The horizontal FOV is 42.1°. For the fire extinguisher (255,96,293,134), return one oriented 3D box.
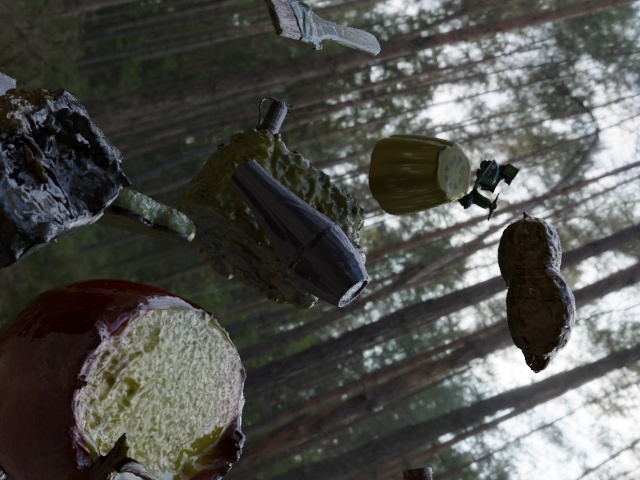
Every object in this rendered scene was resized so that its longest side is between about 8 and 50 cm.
[{"bbox_3d":[-0.115,-0.286,1.937,0.078,0.157,0.045,36,-43,-19],"label":"fire extinguisher"}]

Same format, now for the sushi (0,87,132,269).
[{"bbox_3d":[-0.387,-0.099,1.080,0.348,0.234,0.207,-72,141,-64],"label":"sushi"}]

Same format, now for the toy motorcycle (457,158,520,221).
[{"bbox_3d":[0.414,-0.131,2.063,0.100,0.173,0.058,33,-23,12],"label":"toy motorcycle"}]

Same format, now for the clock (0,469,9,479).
[{"bbox_3d":[-0.589,0.353,1.501,0.251,0.368,0.376,32,-19,9],"label":"clock"}]

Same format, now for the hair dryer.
[{"bbox_3d":[0.000,0.000,1.535,0.301,0.121,0.361,48,9,20],"label":"hair dryer"}]

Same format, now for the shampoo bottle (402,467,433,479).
[{"bbox_3d":[0.252,0.692,1.933,0.118,0.076,0.314,51,29,-66],"label":"shampoo bottle"}]

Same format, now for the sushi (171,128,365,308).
[{"bbox_3d":[-0.115,-0.034,1.807,0.396,0.240,0.351,38,-24,-17],"label":"sushi"}]

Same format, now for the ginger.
[{"bbox_3d":[0.504,0.128,1.964,0.274,0.152,0.357,67,16,-72],"label":"ginger"}]

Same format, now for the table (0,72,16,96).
[{"bbox_3d":[-0.675,-0.185,1.393,0.282,0.196,0.250,15,77,-81],"label":"table"}]

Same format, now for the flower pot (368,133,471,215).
[{"bbox_3d":[0.235,-0.153,1.903,0.179,0.195,0.195,2,-71,47],"label":"flower pot"}]

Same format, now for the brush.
[{"bbox_3d":[0.017,-0.363,1.441,0.020,0.336,0.085,-25,-100,31],"label":"brush"}]

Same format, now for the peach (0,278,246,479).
[{"bbox_3d":[-0.303,0.231,1.194,0.406,0.310,0.335,32,58,-59],"label":"peach"}]

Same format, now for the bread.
[{"bbox_3d":[-0.352,-0.058,1.396,0.287,0.207,0.056,10,-102,27],"label":"bread"}]
